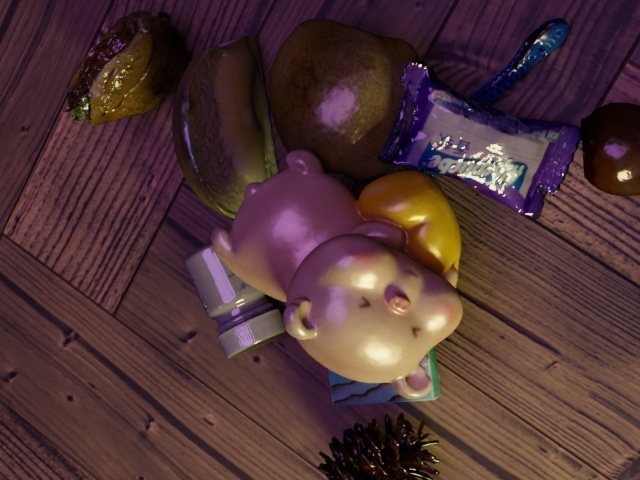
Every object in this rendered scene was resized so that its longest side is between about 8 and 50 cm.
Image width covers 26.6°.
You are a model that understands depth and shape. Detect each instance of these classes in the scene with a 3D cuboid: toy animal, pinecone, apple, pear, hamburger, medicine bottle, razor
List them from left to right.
[{"bbox_3d":[-0.284,-0.254,2.021,0.130,0.206,0.183,39,110,-4],"label":"hamburger"},{"bbox_3d":[-0.159,-0.160,1.979,0.120,0.193,0.265,-7,94,34],"label":"apple"},{"bbox_3d":[-0.128,0.082,2.025,0.105,0.105,0.168,-28,82,23],"label":"medicine bottle"},{"bbox_3d":[0.030,-0.191,1.884,0.228,0.188,0.211,16,88,28],"label":"pear"},{"bbox_3d":[0.042,0.042,1.772,0.345,0.247,0.277,36,121,-9],"label":"toy animal"},{"bbox_3d":[0.094,0.323,1.924,0.165,0.163,0.163,-39,78,5],"label":"pinecone"},{"bbox_3d":[0.222,-0.189,1.880,0.324,0.093,0.056,-49,39,16],"label":"razor"}]

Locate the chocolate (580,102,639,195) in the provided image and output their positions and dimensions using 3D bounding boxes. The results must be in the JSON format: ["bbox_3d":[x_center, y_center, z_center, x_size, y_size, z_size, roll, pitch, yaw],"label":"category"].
[{"bbox_3d":[0.411,-0.120,1.783,0.133,0.127,0.124,-8,121,11],"label":"chocolate"}]

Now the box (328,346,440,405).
[{"bbox_3d":[0.083,0.122,1.968,0.162,0.041,0.229,-6,92,24],"label":"box"}]

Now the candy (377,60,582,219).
[{"bbox_3d":[0.212,-0.132,1.826,0.275,0.070,0.145,19,107,-17],"label":"candy"}]
